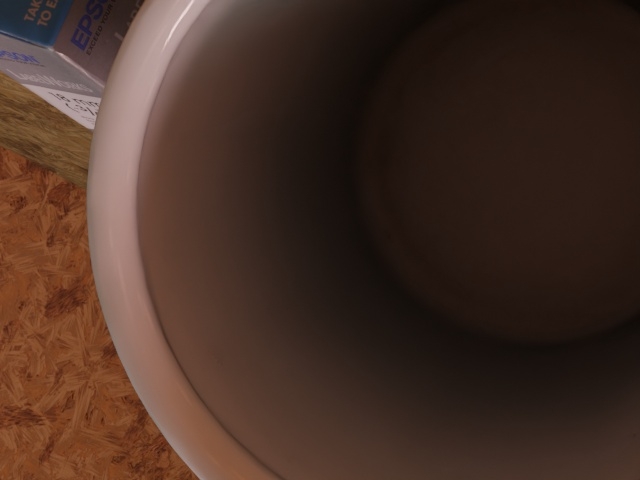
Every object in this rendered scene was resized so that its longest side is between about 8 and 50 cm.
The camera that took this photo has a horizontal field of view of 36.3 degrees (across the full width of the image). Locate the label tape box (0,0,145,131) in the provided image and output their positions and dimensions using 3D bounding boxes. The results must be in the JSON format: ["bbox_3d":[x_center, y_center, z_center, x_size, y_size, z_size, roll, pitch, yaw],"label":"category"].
[{"bbox_3d":[-0.133,-0.210,0.661,0.106,0.241,0.333,16,169,32],"label":"label tape box"}]

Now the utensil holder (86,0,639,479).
[{"bbox_3d":[0.105,-0.030,0.593,0.327,0.328,0.385,18,-166,18],"label":"utensil holder"}]
